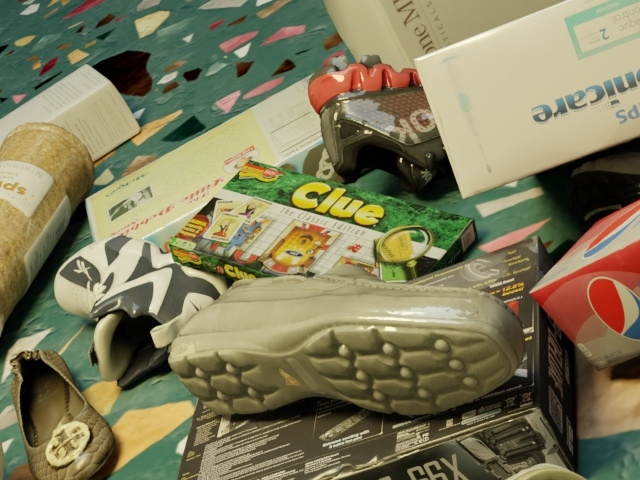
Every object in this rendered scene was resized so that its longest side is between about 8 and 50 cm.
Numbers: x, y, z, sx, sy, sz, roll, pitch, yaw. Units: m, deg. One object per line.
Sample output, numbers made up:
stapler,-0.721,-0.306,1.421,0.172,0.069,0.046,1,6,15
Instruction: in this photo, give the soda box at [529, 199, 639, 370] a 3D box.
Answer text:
soda box,0.256,0.010,1.291,0.092,0.083,0.263,-43,3,-27

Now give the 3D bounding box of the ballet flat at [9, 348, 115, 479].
ballet flat,-0.248,0.157,1.714,0.084,0.058,0.250,-32,25,-4

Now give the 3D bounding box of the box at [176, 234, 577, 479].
box,0.043,0.132,1.437,0.307,0.076,0.242,-21,26,17

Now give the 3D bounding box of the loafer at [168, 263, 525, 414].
loafer,0.020,0.062,1.369,0.319,0.112,0.111,-4,44,41

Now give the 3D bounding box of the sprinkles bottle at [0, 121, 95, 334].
sprinkles bottle,-0.360,0.005,2.042,0.121,0.121,0.355,-16,27,25

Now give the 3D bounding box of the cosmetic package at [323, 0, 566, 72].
cosmetic package,0.227,-0.332,1.939,0.453,0.230,0.161,-35,26,-11

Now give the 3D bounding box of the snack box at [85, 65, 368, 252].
snack box,-0.092,-0.066,1.967,0.322,0.060,0.187,-29,25,1

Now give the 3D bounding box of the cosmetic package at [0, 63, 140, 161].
cosmetic package,-0.351,-0.118,2.310,0.231,0.085,0.117,-35,25,-8

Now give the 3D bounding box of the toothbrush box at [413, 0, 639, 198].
toothbrush box,0.228,-0.138,1.567,0.216,0.126,0.295,-20,2,19

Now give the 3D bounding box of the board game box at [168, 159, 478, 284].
board game box,0.000,0.000,1.699,0.259,0.030,0.136,15,45,33

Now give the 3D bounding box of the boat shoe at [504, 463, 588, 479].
boat shoe,0.062,0.262,1.156,0.302,0.113,0.103,-40,-3,-4

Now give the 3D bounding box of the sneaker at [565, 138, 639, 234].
sneaker,0.319,-0.048,1.468,0.108,0.100,0.271,-38,26,-29

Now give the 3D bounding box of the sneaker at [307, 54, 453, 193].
sneaker,0.127,-0.112,1.783,0.276,0.097,0.135,-4,72,3

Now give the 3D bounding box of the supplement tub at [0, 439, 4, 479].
supplement tub,-0.405,0.241,1.561,0.191,0.191,0.272,-13,30,31

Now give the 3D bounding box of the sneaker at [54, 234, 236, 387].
sneaker,-0.201,0.072,1.780,0.235,0.094,0.153,5,32,35
